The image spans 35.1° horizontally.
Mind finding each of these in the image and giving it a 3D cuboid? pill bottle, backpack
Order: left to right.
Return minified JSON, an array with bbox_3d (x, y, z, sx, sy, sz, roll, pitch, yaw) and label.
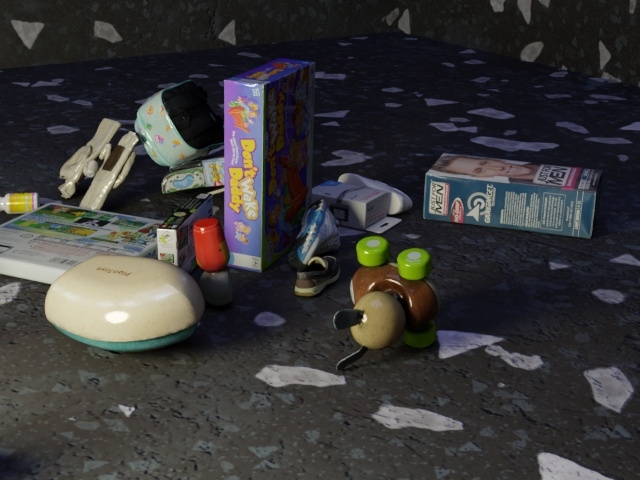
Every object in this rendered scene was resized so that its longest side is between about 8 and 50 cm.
[{"bbox_3d":[-0.626,-0.077,2.094,0.083,0.043,0.043,-2,21,-9],"label":"pill bottle"},{"bbox_3d":[-0.304,-0.239,2.125,0.144,0.166,0.188,-26,7,18],"label":"backpack"}]

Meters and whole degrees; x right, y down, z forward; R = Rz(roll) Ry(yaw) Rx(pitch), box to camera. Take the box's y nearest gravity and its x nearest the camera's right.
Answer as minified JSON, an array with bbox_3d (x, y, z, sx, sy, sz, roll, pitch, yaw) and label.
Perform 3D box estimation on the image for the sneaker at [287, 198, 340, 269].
[{"bbox_3d":[0.000,0.000,1.903,0.071,0.083,0.191,-36,19,36],"label":"sneaker"}]

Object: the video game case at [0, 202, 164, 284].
[{"bbox_3d":[-0.466,0.007,1.897,0.329,0.036,0.300,9,22,22],"label":"video game case"}]

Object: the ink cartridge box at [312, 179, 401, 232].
[{"bbox_3d":[0.070,-0.072,2.097,0.180,0.060,0.104,13,23,27],"label":"ink cartridge box"}]

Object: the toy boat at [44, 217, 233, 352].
[{"bbox_3d":[-0.249,0.087,1.581,0.267,0.148,0.318,11,30,37],"label":"toy boat"}]

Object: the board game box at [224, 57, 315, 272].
[{"bbox_3d":[-0.093,-0.145,1.878,0.078,0.347,0.233,10,23,20],"label":"board game box"}]

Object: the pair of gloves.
[{"bbox_3d":[-0.477,-0.163,2.152,0.042,0.204,0.240,38,-4,-36],"label":"pair of gloves"}]

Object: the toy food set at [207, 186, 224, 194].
[{"bbox_3d":[-0.140,-0.104,2.180,0.128,0.071,0.218,-15,9,31],"label":"toy food set"}]

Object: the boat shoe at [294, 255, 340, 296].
[{"bbox_3d":[-0.002,0.053,1.779,0.056,0.049,0.152,7,21,16],"label":"boat shoe"}]

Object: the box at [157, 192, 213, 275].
[{"bbox_3d":[-0.240,-0.002,1.821,0.036,0.114,0.207,5,20,11],"label":"box"}]

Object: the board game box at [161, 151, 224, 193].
[{"bbox_3d":[-0.251,-0.150,2.195,0.194,0.060,0.194,-11,8,-7],"label":"board game box"}]

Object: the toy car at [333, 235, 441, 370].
[{"bbox_3d":[0.076,0.111,1.515,0.149,0.155,0.188,17,38,36],"label":"toy car"}]

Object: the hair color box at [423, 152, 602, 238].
[{"bbox_3d":[0.405,-0.099,2.128,0.347,0.105,0.174,7,21,17],"label":"hair color box"}]

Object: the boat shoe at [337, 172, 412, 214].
[{"bbox_3d":[0.118,-0.102,2.184,0.184,0.066,0.063,16,11,40],"label":"boat shoe"}]
